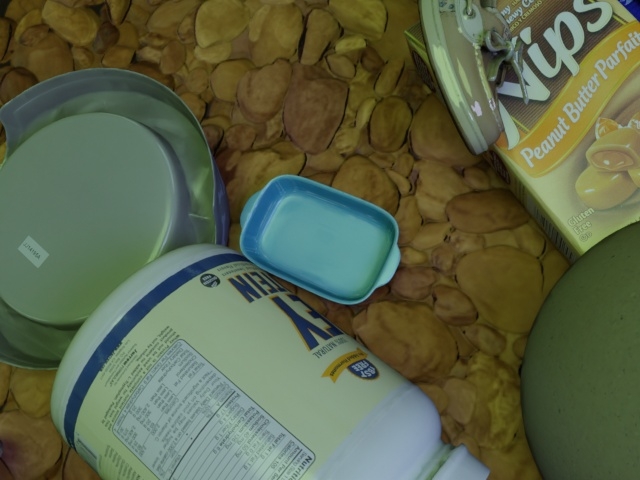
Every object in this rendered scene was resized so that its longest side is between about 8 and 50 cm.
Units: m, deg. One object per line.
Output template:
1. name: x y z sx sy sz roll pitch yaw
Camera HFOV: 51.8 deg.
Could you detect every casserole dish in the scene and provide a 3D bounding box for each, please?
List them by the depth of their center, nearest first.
1. casserole dish: 0.000 0.000 0.726 0.189 0.037 0.114 23 82 20

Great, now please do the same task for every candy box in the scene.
1. candy box: 0.249 -0.139 0.671 0.183 0.087 0.316 -34 69 5

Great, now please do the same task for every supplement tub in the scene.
1. supplement tub: -0.045 0.177 0.581 0.325 0.235 0.235 35 86 21

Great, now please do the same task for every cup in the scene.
1. cup: 0.328 0.133 0.453 0.332 0.237 0.330 0 89 7

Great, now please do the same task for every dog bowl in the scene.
1. dog bowl: -0.265 -0.021 0.767 0.349 0.102 0.348 -4 73 14

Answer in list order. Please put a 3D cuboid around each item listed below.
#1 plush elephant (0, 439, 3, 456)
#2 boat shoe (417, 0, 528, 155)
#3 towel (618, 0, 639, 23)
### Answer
1. plush elephant: -0.451 0.328 0.656 0.272 0.255 0.329 4 112 -23
2. boat shoe: 0.142 -0.219 0.621 0.090 0.104 0.285 -12 71 18
3. towel: 0.419 -0.278 0.673 0.228 0.076 0.308 -36 69 3
